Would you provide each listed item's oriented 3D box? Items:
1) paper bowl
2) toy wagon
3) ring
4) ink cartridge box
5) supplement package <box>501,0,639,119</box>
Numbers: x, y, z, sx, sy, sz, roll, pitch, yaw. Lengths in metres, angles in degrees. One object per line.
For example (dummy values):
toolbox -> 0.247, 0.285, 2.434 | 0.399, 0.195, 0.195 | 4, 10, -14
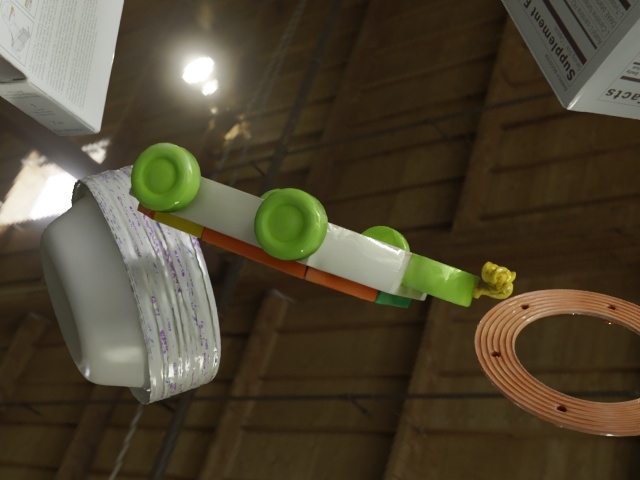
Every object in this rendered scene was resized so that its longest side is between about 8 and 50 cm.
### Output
paper bowl -> -0.240, 0.059, 1.187 | 0.148, 0.284, 0.284 | -19, -151, -23
toy wagon -> 0.000, 0.000, 0.876 | 0.345, 0.267, 0.068 | 21, -88, 21
ring -> 0.396, 0.178, 1.466 | 0.337, 0.032, 0.336 | 1, -149, -1
ink cartridge box -> -0.303, -0.299, 1.056 | 0.066, 0.261, 0.296 | -1, -109, 20
supplement package -> 0.211, -0.186, 0.485 | 0.244, 0.139, 0.133 | -55, -139, 41
